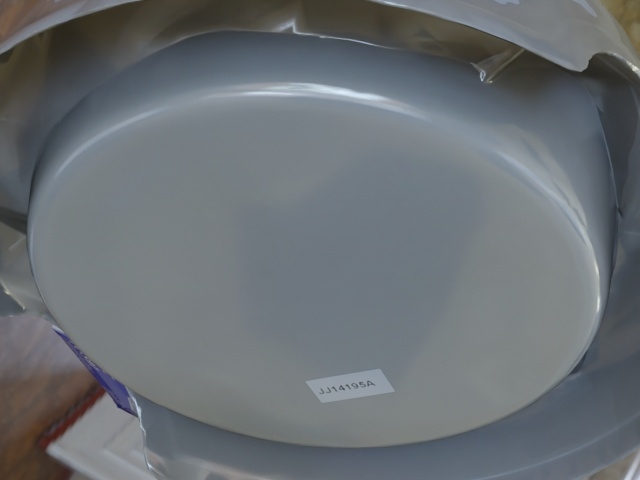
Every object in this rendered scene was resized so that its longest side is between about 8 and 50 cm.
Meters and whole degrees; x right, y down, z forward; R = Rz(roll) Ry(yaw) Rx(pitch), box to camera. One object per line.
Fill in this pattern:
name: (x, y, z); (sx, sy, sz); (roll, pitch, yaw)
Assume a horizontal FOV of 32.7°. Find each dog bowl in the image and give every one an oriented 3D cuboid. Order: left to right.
dog bowl: (0.000, 0.000, 0.496); (0.348, 0.349, 0.102); (106, -6, -50)

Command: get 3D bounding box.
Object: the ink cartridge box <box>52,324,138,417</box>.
ink cartridge box: (-0.081, 0.013, 0.737); (0.207, 0.046, 0.097); (-55, 142, -25)
